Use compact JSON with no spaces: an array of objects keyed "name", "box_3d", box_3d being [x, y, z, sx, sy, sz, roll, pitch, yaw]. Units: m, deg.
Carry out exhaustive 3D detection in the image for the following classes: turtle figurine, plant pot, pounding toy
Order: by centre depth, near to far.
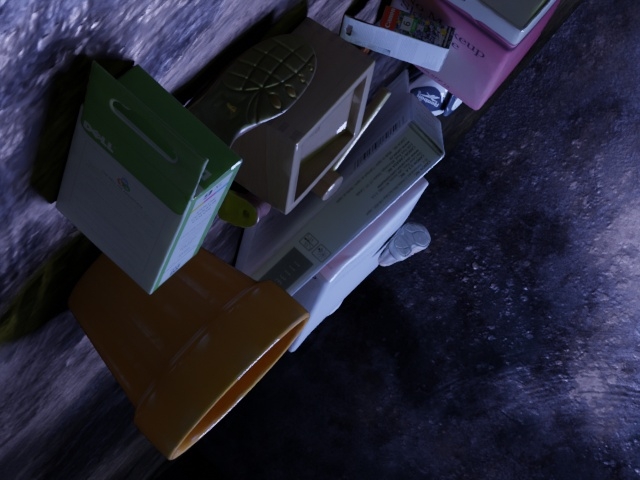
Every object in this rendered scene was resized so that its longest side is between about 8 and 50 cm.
[{"name":"pounding toy","box_3d":[-0.015,-0.120,1.309,0.181,0.094,0.206,-49,166,-27]},{"name":"plant pot","box_3d":[-0.147,0.085,1.338,0.205,0.188,0.205,-45,173,-7]},{"name":"turtle figurine","box_3d":[-0.031,-0.089,1.476,0.217,0.087,0.269,-39,170,-50]}]

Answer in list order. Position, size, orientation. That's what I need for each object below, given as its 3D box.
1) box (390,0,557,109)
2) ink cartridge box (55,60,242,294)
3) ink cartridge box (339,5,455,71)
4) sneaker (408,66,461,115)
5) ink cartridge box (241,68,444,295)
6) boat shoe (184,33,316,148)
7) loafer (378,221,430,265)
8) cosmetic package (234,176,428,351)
[{"name":"box","box_3d":[0.170,-0.264,1.416,0.127,0.148,0.232,-50,174,-14]},{"name":"ink cartridge box","box_3d":[-0.127,-0.056,0.979,0.062,0.109,0.209,-43,172,-32]},{"name":"ink cartridge box","box_3d":[0.080,-0.218,1.387,0.063,0.115,0.029,109,0,-74]},{"name":"sneaker","box_3d":[0.182,-0.241,1.889,0.153,0.094,0.235,-57,-178,8]},{"name":"ink cartridge box","box_3d":[0.026,-0.064,1.546,0.275,0.060,0.239,-43,-168,17]},{"name":"boat shoe","box_3d":[-0.080,-0.121,1.149,0.178,0.064,0.060,-43,-157,-21]},{"name":"loafer","box_3d":[0.118,0.006,1.892,0.039,0.045,0.125,-35,177,29]},{"name":"cosmetic package","box_3d":[0.000,0.000,1.926,0.217,0.156,0.385,-44,174,-21]}]
